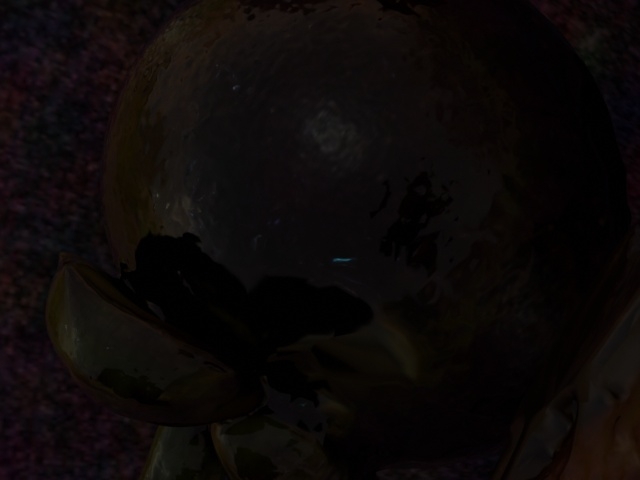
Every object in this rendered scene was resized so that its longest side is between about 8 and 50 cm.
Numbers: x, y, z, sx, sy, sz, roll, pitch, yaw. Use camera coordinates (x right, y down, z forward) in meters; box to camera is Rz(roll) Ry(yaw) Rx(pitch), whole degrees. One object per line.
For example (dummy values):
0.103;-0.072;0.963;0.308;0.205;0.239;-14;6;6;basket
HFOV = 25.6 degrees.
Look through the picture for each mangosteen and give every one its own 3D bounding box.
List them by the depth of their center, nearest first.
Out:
0.011;-0.007;0.767;0.330;0.330;0.330;-8;76;32;mangosteen

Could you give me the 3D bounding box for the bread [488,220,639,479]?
0.115;0.023;0.335;0.095;0.139;0.269;35;111;8;bread
